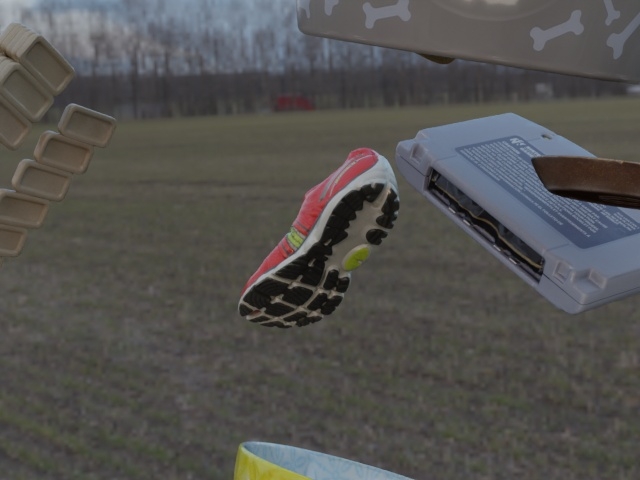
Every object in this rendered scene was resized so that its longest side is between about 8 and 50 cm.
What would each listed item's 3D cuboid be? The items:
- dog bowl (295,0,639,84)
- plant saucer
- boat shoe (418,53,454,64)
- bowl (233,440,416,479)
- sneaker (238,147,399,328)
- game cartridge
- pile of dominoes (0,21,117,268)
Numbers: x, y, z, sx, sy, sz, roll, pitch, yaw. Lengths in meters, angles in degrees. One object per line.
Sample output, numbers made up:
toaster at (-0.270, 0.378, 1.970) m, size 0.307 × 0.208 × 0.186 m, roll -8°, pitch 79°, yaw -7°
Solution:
dog bowl at (0.138, -0.207, 1.063) m, size 0.349 × 0.102 × 0.349 m, roll 8°, pitch 11°, yaw -2°
plant saucer at (0.263, -0.046, 1.048) m, size 0.168 × 0.029 × 0.168 m, roll 10°, pitch -1°, yaw 0°
boat shoe at (0.123, -0.297, 1.719) m, size 0.153 × 0.056 × 0.048 m, roll 21°, pitch 20°, yaw -11°
bowl at (0.041, 0.307, 1.168) m, size 0.289 × 0.156 × 0.289 m, roll 16°, pitch -5°, yaw 1°
sneaker at (0.000, 0.000, 1.502) m, size 0.107 × 0.279 × 0.118 m, roll 29°, pitch 31°, yaw -27°
game cartridge at (0.239, -0.037, 1.278) m, size 0.196 × 0.060 × 0.294 m, roll -17°, pitch 43°, yaw -30°
pile of dominoes at (-0.301, -0.061, 1.019) m, size 0.040 × 0.251 × 0.196 m, roll 30°, pitch -12°, yaw 36°
